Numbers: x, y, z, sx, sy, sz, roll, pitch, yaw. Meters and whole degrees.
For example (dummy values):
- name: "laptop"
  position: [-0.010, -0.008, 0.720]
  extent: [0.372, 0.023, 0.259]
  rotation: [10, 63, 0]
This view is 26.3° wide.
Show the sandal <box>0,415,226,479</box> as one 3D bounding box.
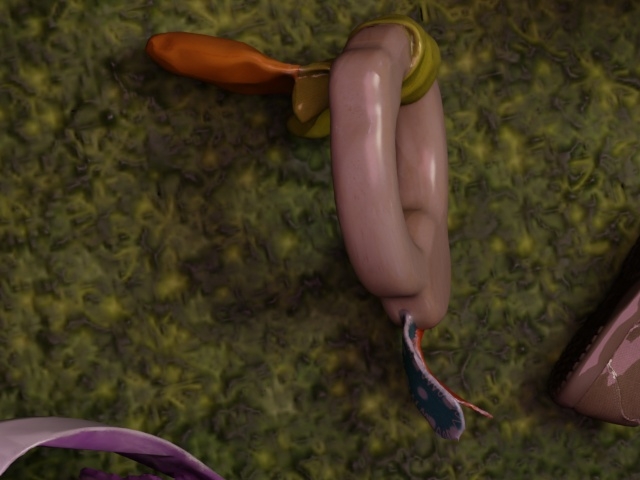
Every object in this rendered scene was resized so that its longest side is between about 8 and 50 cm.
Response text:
- name: "sandal"
  position: [-0.114, 0.132, 0.602]
  extent: [0.416, 0.169, 0.102]
  rotation: [7, 45, -13]

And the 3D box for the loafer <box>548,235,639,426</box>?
- name: "loafer"
  position: [0.172, 0.030, 0.679]
  extent: [0.050, 0.056, 0.148]
  rotation: [37, 93, -5]

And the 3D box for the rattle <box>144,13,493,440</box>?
- name: "rattle"
  position: [0.000, 0.000, 0.649]
  extent: [0.143, 0.130, 0.199]
  rotation: [-8, 115, 2]
